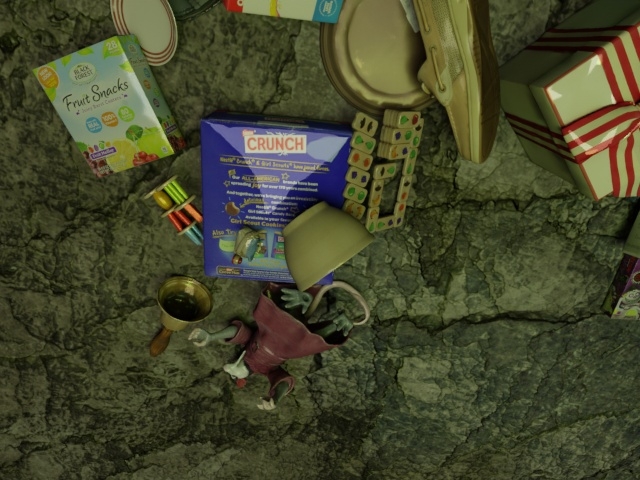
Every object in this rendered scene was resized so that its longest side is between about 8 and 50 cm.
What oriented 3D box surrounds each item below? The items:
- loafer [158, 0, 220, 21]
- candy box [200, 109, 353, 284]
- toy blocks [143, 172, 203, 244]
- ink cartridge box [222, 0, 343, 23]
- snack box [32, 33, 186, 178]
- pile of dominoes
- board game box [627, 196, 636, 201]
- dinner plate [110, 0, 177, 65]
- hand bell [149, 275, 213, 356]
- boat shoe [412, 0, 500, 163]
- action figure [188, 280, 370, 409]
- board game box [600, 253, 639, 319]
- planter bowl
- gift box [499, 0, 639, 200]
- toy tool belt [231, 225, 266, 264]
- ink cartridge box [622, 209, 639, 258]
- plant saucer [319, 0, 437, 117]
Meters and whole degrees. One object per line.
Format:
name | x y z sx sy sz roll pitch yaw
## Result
loafer | -0.162 -0.456 0.649 0.268 0.084 0.096 -34 112 13
candy box | -0.088 -0.081 0.816 0.268 0.122 0.317 5 117 -4
toy blocks | -0.275 -0.054 0.833 0.123 0.054 0.148 -11 124 48
ink cartridge box | -0.073 -0.417 0.611 0.231 0.078 0.134 -7 145 -22
snack box | -0.375 -0.238 0.747 0.175 0.070 0.207 -15 115 13
pile of dominoes | 0.128 -0.121 0.788 0.196 0.040 0.251 -15 123 -38
board game box | 0.648 -0.147 0.789 0.136 0.035 0.201 -52 152 19
dinner plate | -0.297 -0.373 0.698 0.141 0.017 0.141 15 130 19
hand bell | -0.358 0.208 0.970 0.126 0.126 0.242 28 123 -15
boat shoe | 0.228 -0.295 0.697 0.110 0.122 0.341 3 119 38
action figure | -0.111 0.224 0.965 0.248 0.276 0.370 50 127 9
board game box | 0.885 0.101 0.986 0.347 0.056 0.208 2 112 -3
planter bowl | 0.000 0.000 0.719 0.162 0.162 0.109 -36 88 14
gift box | 0.488 -0.233 0.689 0.255 0.258 0.276 -39 110 16
toy tool belt | -0.133 0.016 0.767 0.051 0.052 0.083 19 116 0
ink cartridge box | 0.841 -0.053 0.868 0.297 0.066 0.261 14 103 -7
plant saucer | 0.137 -0.360 0.735 0.278 0.041 0.277 -1 115 -1
